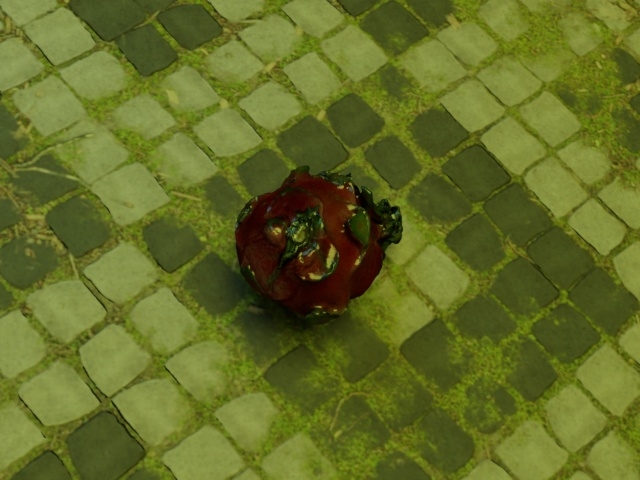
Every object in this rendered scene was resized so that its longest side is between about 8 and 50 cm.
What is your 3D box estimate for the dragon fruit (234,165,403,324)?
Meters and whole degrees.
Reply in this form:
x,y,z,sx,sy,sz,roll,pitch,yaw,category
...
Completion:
x,y,z,sx,sy,sz,roll,pitch,yaw,category
0.013,-0.010,1.741,0.269,0.200,0.198,-26,81,-29,dragon fruit
